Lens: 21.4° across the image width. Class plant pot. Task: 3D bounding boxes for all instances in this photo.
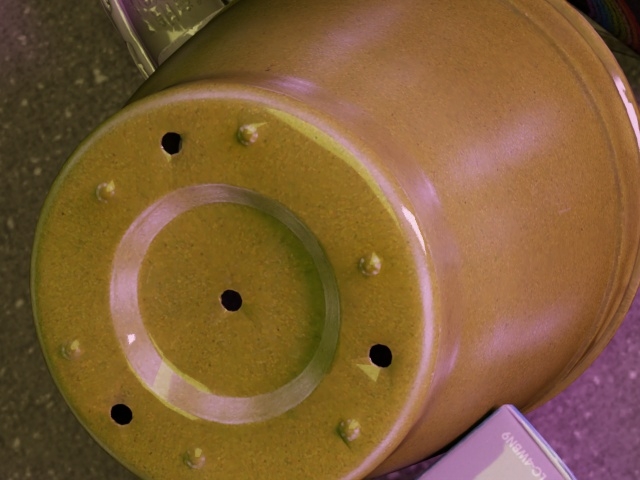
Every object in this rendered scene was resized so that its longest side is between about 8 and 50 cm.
[{"bbox_3d":[0.000,0.000,1.056,0.366,0.353,0.367,4,102,19],"label":"plant pot"}]

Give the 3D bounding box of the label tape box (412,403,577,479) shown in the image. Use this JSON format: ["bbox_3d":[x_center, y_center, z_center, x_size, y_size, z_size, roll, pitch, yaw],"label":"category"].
[{"bbox_3d":[0.035,0.271,1.098,0.347,0.249,0.115,-41,71,0],"label":"label tape box"}]

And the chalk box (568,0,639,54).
[{"bbox_3d":[0.305,-0.206,1.200,0.289,0.180,0.179,39,87,17],"label":"chalk box"}]

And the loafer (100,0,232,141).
[{"bbox_3d":[-0.083,-0.131,1.298,0.112,0.111,0.319,-39,72,0],"label":"loafer"}]
